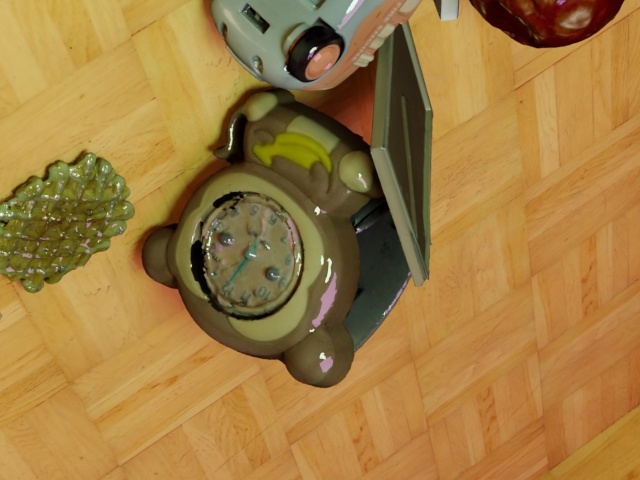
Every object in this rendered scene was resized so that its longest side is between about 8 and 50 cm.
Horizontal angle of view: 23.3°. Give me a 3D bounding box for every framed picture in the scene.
[{"bbox_3d":[0.102,-0.134,1.858,0.024,0.315,0.232,-8,135,13],"label":"framed picture"}]

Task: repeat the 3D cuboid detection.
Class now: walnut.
[{"bbox_3d":[0.286,-0.347,1.803,0.244,0.221,0.269,-26,176,28],"label":"walnut"}]

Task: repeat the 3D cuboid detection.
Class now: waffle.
[{"bbox_3d":[-0.305,-0.021,1.812,0.183,0.036,0.169,-38,146,-7],"label":"waffle"}]

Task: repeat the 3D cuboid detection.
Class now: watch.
[{"bbox_3d":[0.000,0.000,1.973,0.327,0.314,0.335,-1,120,-61],"label":"watch"}]

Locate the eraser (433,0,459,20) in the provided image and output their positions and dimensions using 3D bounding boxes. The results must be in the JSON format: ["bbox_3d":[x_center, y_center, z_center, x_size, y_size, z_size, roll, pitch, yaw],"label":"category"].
[{"bbox_3d":[0.132,-0.341,1.790,0.023,0.150,0.104,-10,141,-6],"label":"eraser"}]

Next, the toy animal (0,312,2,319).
[{"bbox_3d":[-0.427,0.033,1.609,0.104,0.185,0.184,-39,147,-2],"label":"toy animal"}]

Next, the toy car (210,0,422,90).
[{"bbox_3d":[0.018,-0.289,1.719,0.270,0.180,0.212,-50,157,15],"label":"toy car"}]
